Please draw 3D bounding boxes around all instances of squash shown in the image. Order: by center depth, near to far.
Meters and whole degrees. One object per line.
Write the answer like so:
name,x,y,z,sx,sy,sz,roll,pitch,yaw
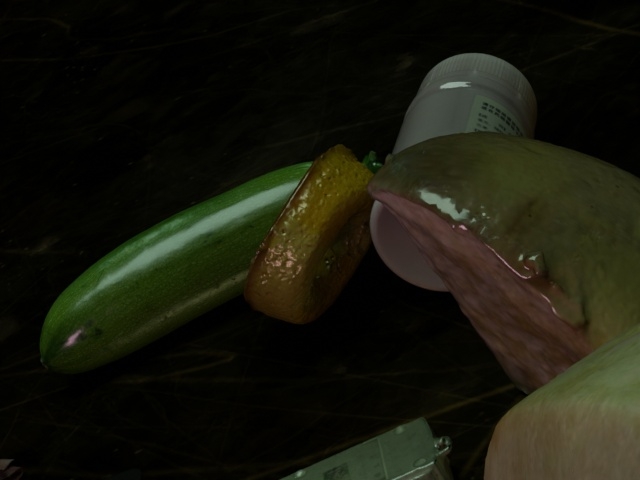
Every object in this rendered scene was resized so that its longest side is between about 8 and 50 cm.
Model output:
squash,-0.112,0.016,1.906,0.395,0.107,0.107,-28,25,0

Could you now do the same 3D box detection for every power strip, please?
power strip,-0.016,0.220,1.477,0.272,0.052,0.078,-25,25,7

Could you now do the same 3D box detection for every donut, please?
donut,0.000,0.000,1.779,0.065,0.162,0.178,31,87,16

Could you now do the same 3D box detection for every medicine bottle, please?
medicine bottle,0.131,-0.070,1.797,0.133,0.133,0.249,-17,28,22

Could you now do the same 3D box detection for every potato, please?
potato,0.207,-0.005,1.456,0.189,0.264,0.211,-46,23,-16

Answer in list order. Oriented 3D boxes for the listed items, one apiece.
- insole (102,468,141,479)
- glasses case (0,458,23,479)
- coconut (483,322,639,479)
insole,-0.229,0.239,1.708,0.153,0.002,0.053,-23,25,9
glasses case,-0.306,0.244,1.686,0.102,0.070,0.193,-33,26,-6
coconut,0.258,0.188,0.919,0.415,0.415,0.345,-37,50,-20
